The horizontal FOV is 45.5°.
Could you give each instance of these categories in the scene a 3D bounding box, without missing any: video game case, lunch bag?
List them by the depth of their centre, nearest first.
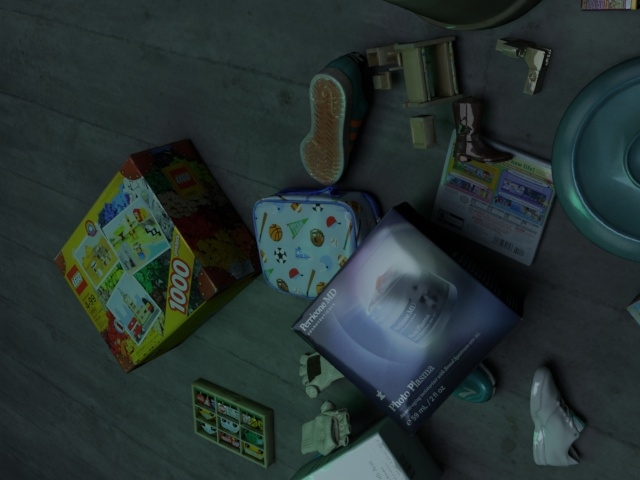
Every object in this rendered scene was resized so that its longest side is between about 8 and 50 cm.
[{"bbox_3d":[0.313,-0.081,1.376,0.212,0.023,0.193,27,123,29],"label":"video game case"},{"bbox_3d":[0.000,0.000,1.605,0.304,0.115,0.243,4,108,39],"label":"lunch bag"}]

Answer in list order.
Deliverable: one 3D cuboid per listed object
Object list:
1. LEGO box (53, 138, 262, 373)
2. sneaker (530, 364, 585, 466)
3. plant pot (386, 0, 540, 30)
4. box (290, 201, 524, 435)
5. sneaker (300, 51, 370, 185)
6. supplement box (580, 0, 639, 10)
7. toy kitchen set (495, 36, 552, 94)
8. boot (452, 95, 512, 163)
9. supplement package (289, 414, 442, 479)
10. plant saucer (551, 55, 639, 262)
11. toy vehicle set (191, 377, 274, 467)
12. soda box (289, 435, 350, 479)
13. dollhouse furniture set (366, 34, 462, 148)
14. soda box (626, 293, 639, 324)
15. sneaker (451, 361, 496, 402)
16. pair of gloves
[{"bbox_3d":[-0.410,0.051,1.901,0.500,0.193,0.372,-41,81,41],"label":"LEGO box"},{"bbox_3d":[0.441,0.325,1.414,0.094,0.080,0.212,0,115,27],"label":"sneaker"},{"bbox_3d":[0.182,-0.472,1.152,0.323,0.280,0.323,15,116,33],"label":"plant pot"},{"bbox_3d":[0.159,0.135,1.390,0.294,0.183,0.296,41,104,8],"label":"box"},{"bbox_3d":[0.040,-0.232,1.492,0.108,0.121,0.302,33,146,16],"label":"sneaker"},{"bbox_3d":[0.438,-0.373,1.141,0.083,0.043,0.054,12,115,34],"label":"supplement box"},{"bbox_3d":[0.321,-0.287,1.255,0.083,0.068,0.075,26,122,29],"label":"toy kitchen set"},{"bbox_3d":[0.279,-0.191,1.315,0.107,0.037,0.114,4,105,23],"label":"boot"},{"bbox_3d":[0.083,0.528,1.645,0.293,0.175,0.177,-37,83,20],"label":"supplement package"},{"bbox_3d":[0.502,-0.119,1.121,0.318,0.044,0.317,2,95,22],"label":"plant saucer"},{"bbox_3d":[-0.236,0.486,2.043,0.267,0.035,0.165,14,116,34],"label":"toy vehicle set"},{"bbox_3d":[0.009,0.548,1.845,0.067,0.071,0.210,48,130,11],"label":"soda box"},{"bbox_3d":[0.176,-0.270,1.388,0.161,0.101,0.181,20,123,61],"label":"dollhouse furniture set"},{"bbox_3d":[0.578,0.076,1.197,0.058,0.063,0.183,55,131,9],"label":"soda box"},{"bbox_3d":[0.219,0.271,1.538,0.275,0.110,0.106,13,115,34],"label":"sneaker"},{"bbox_3d":[0.005,0.357,1.705,0.204,0.042,0.240,-27,56,57],"label":"pair of gloves"}]
